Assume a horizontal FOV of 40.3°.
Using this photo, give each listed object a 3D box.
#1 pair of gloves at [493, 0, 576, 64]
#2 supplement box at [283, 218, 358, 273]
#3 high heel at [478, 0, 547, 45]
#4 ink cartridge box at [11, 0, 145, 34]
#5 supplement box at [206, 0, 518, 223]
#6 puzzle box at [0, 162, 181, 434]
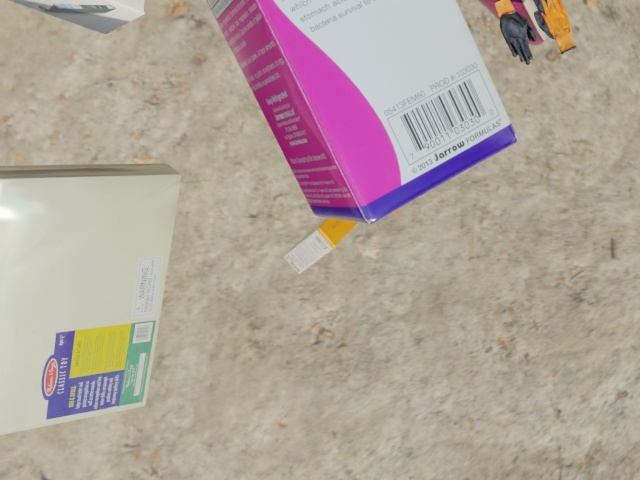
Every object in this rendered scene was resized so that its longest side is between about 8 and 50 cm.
[{"bbox_3d":[0.221,-0.221,0.893,0.074,0.083,0.010,69,160,3],"label":"pair of gloves"},{"bbox_3d":[0.000,0.000,1.208,0.036,0.062,0.098,48,140,-3],"label":"supplement box"},{"bbox_3d":[0.127,-0.369,1.035,0.181,0.127,0.377,-18,119,37],"label":"high heel"},{"bbox_3d":[-0.429,-0.467,1.509,0.261,0.296,0.066,-11,74,44],"label":"ink cartridge box"},{"bbox_3d":[0.009,-0.133,0.536,0.111,0.114,0.220,-29,102,-13],"label":"supplement box"},{"bbox_3d":[-0.361,0.086,1.266,0.052,0.272,0.409,36,121,45],"label":"puzzle box"}]
